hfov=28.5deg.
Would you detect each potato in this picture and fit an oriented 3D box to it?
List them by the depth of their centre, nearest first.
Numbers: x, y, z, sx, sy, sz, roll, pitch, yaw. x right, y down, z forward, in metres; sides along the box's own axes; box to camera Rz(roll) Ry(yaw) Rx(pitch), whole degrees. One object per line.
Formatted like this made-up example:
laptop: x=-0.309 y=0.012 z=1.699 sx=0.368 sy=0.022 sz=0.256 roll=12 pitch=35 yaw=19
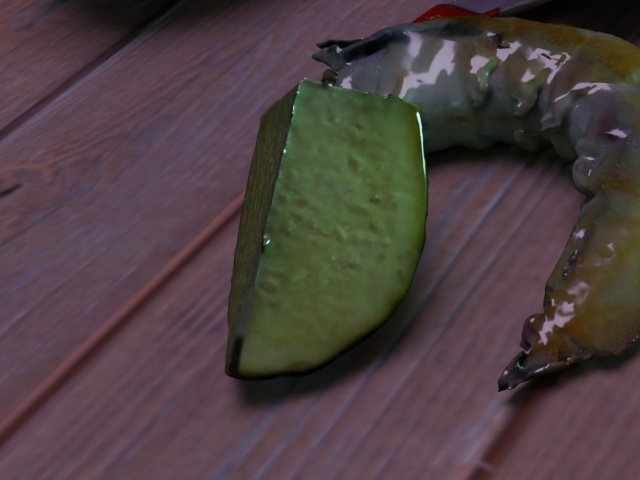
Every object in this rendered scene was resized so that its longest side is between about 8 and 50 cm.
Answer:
potato: x=0.000 y=0.000 z=0.647 sx=0.081 sy=0.149 sz=0.120 roll=14 pitch=-3 yaw=-9

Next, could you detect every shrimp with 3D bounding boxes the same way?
shrimp: x=0.119 y=-0.043 z=0.679 sx=0.185 sy=0.068 sz=0.287 roll=-23 pitch=46 yaw=-5

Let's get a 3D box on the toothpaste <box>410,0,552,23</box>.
toothpaste: x=0.175 y=-0.205 z=0.883 sx=0.301 sy=0.048 sz=0.075 roll=-34 pitch=44 yaw=-23
